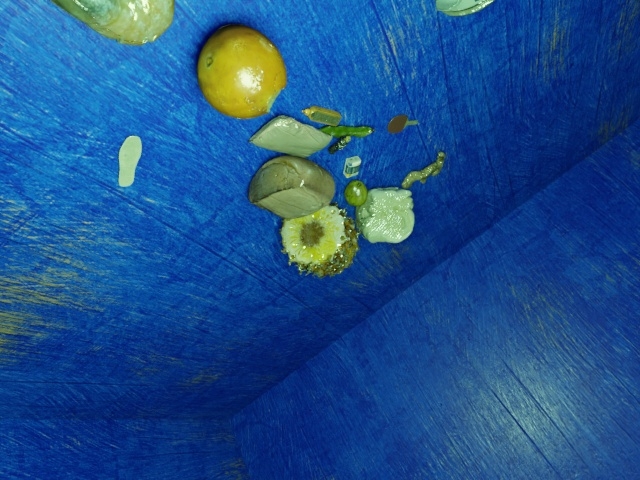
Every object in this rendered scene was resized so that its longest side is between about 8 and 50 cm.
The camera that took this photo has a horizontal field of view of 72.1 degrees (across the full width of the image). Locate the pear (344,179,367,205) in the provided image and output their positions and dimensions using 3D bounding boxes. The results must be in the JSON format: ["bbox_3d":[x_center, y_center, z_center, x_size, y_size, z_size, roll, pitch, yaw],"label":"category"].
[{"bbox_3d":[0.161,-0.210,1.973,0.107,0.107,0.131,-22,151,-18],"label":"pear"}]

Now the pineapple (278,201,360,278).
[{"bbox_3d":[0.003,0.001,1.917,0.352,0.352,0.300,-34,156,2],"label":"pineapple"}]

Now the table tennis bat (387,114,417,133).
[{"bbox_3d":[0.345,-0.491,1.845,0.156,0.013,0.087,-13,141,-27],"label":"table tennis bat"}]

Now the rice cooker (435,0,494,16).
[{"bbox_3d":[0.405,-0.799,1.231,0.316,0.264,0.317,-21,122,-39],"label":"rice cooker"}]

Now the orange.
[{"bbox_3d":[-0.211,-0.447,1.182,0.240,0.240,0.240,-23,147,-16],"label":"orange"}]

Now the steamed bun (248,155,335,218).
[{"bbox_3d":[-0.107,-0.216,1.627,0.301,0.199,0.251,-15,153,39],"label":"steamed bun"}]

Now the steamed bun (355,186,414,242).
[{"bbox_3d":[0.304,-0.131,2.112,0.280,0.207,0.268,-3,110,-6],"label":"steamed bun"}]

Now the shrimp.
[{"bbox_3d":[-0.490,-0.569,0.900,0.221,0.110,0.445,-51,149,17],"label":"shrimp"}]

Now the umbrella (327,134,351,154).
[{"bbox_3d":[0.072,-0.365,1.682,0.037,0.040,0.144,25,161,-21],"label":"umbrella"}]

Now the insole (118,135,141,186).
[{"bbox_3d":[-0.587,-0.240,1.346,0.063,0.010,0.192,-6,139,-37],"label":"insole"}]

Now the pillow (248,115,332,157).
[{"bbox_3d":[-0.102,-0.357,1.557,0.173,0.067,0.270,-31,155,33],"label":"pillow"}]

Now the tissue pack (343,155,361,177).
[{"bbox_3d":[0.135,-0.313,1.869,0.062,0.042,0.083,-20,147,-24],"label":"tissue pack"}]

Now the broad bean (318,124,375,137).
[{"bbox_3d":[0.094,-0.415,1.682,0.256,0.052,0.052,-9,110,-27],"label":"broad bean"}]

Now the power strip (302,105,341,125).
[{"bbox_3d":[0.005,-0.448,1.578,0.178,0.028,0.049,0,136,-41],"label":"power strip"}]

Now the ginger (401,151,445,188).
[{"bbox_3d":[0.517,-0.329,2.179,0.258,0.065,0.149,-40,151,6],"label":"ginger"}]
